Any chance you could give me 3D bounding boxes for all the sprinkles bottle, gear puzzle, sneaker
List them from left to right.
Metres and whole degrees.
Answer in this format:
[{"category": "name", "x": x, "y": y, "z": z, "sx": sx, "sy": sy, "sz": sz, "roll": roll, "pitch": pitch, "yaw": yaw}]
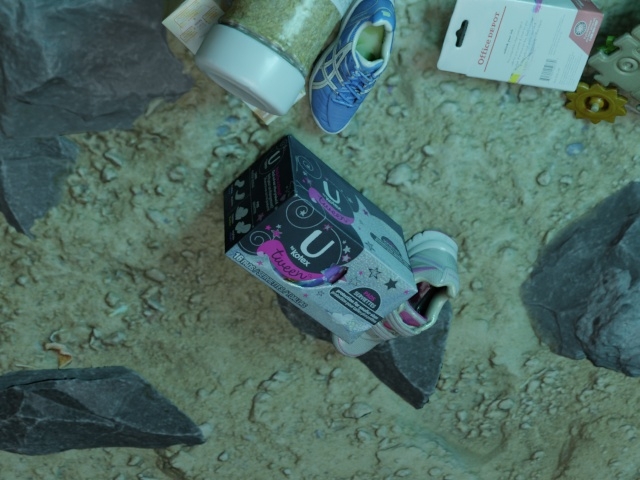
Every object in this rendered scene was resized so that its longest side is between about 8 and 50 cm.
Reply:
[{"category": "sprinkles bottle", "x": -0.001, "y": -0.317, "z": 1.172, "sx": 0.121, "sy": 0.121, "sz": 0.355, "roll": 33, "pitch": 87, "yaw": -26}, {"category": "sneaker", "x": 0.040, "y": -0.227, "z": 1.369, "sx": 0.080, "sy": 0.081, "sz": 0.211, "roll": 10, "pitch": 124, "yaw": -16}, {"category": "sneaker", "x": 0.111, "y": 0.098, "z": 1.585, "sx": 0.103, "sy": 0.111, "sz": 0.252, "roll": 33, "pitch": 115, "yaw": -26}, {"category": "gear puzzle", "x": 0.457, "y": -0.233, "z": 1.360, "sx": 0.175, "sy": 0.044, "sz": 0.339, "roll": 31, "pitch": 148, "yaw": -18}]

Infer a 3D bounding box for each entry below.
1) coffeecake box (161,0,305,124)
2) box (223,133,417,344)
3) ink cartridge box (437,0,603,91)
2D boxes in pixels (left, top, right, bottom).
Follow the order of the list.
[{"category": "coffeecake box", "x": -0.107, "y": -0.253, "z": 1.293, "sx": 0.068, "sy": 0.142, "sz": 0.185, "roll": -36, "pitch": 122, "yaw": 18}, {"category": "box", "x": 0.000, "y": 0.000, "z": 1.470, "sx": 0.142, "sy": 0.163, "sz": 0.247, "roll": -41, "pitch": 120, "yaw": 21}, {"category": "ink cartridge box", "x": 0.253, "y": -0.272, "z": 1.374, "sx": 0.198, "sy": 0.067, "sz": 0.115, "roll": 6, "pitch": 123, "yaw": -14}]
